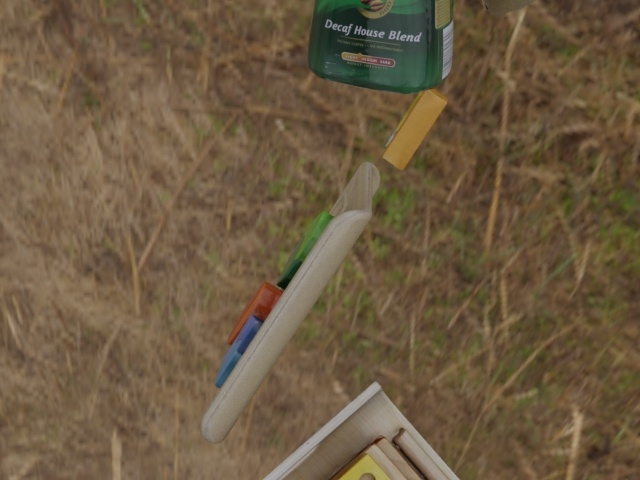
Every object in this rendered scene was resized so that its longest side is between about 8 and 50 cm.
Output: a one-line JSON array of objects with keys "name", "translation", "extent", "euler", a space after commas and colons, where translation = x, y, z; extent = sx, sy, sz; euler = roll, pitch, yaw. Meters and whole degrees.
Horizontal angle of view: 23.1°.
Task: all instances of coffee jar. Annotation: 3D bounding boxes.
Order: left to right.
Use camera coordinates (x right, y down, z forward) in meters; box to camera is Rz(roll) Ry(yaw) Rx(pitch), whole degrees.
[{"name": "coffee jar", "translation": [0.044, -0.193, 1.012], "extent": [0.096, 0.184, 0.079], "euler": [11, 26, 16]}]

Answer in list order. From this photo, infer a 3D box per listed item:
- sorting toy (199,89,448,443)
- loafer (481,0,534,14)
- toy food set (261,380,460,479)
[{"name": "sorting toy", "translation": [0.000, 0.000, 1.232], "extent": [0.041, 0.229, 0.307], "euler": [33, 103, -2]}, {"name": "loafer", "translation": [0.160, -0.215, 1.293], "extent": [0.056, 0.148, 0.050], "euler": [-20, 100, -1]}, {"name": "toy food set", "translation": [0.063, 0.303, 1.371], "extent": [0.220, 0.092, 0.306], "euler": [-41, 99, -5]}]
